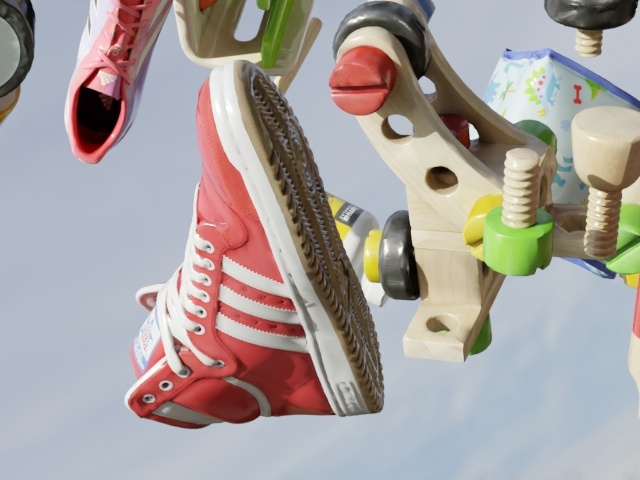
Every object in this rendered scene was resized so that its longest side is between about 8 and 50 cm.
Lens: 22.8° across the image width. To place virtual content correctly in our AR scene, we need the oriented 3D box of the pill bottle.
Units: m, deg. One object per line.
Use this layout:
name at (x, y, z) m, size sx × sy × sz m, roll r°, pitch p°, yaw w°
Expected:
pill bottle at (0.000, 0.000, 1.730) m, size 0.103 × 0.184 × 0.103 m, roll -61°, pitch -10°, yaw -18°

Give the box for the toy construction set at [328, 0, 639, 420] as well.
toy construction set at (0.136, -0.003, 0.926) m, size 0.257 × 0.309 × 0.237 m, roll -3°, pitch -59°, yaw -5°

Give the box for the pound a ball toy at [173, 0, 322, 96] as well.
pound a ball toy at (-0.070, -0.267, 1.606) m, size 0.135 × 0.319 × 0.208 m, roll 9°, pitch -34°, yaw 9°

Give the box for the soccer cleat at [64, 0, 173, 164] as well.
soccer cleat at (-0.184, -0.186, 1.446) m, size 0.083 × 0.095 × 0.248 m, roll 13°, pitch -57°, yaw -9°

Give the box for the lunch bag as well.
lunch bag at (0.184, -0.056, 1.185) m, size 0.129 × 0.151 × 0.096 m, roll -66°, pitch 20°, yaw -1°

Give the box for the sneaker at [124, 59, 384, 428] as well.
sneaker at (-0.028, 0.008, 0.406) m, size 0.067 × 0.042 × 0.118 m, roll -10°, pitch -47°, yaw 12°

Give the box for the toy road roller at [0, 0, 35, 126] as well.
toy road roller at (-0.374, -0.173, 1.170) m, size 0.329 × 0.202 × 0.240 m, roll 27°, pitch -62°, yaw -26°
